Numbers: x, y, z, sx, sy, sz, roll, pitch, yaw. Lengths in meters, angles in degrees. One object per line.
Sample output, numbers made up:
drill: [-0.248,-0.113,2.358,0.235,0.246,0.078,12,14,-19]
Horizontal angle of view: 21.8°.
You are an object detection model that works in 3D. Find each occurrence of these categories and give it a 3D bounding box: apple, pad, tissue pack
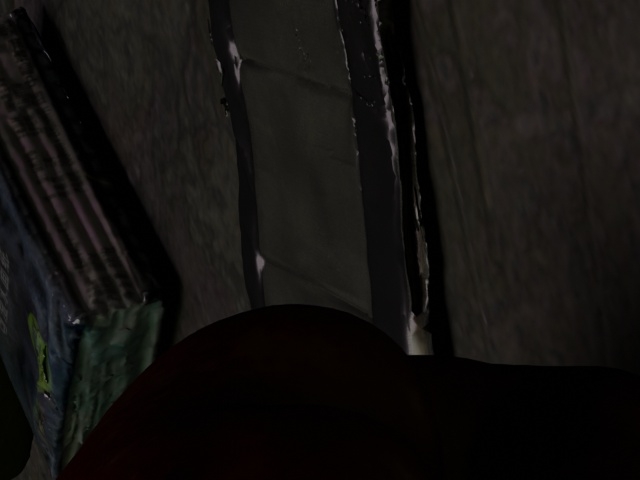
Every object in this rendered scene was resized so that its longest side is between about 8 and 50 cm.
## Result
apple: [0.015,0.186,0.442,0.288,0.288,0.317,41,121,53]
pad: [0.001,0.000,0.686,0.174,0.022,0.233,21,120,63]
tissue pack: [-0.167,0.003,0.988,0.235,0.073,0.173,60,153,30]

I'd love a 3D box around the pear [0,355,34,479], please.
pear: [-0.266,0.060,1.158,0.239,0.139,0.288,45,-173,-37]
